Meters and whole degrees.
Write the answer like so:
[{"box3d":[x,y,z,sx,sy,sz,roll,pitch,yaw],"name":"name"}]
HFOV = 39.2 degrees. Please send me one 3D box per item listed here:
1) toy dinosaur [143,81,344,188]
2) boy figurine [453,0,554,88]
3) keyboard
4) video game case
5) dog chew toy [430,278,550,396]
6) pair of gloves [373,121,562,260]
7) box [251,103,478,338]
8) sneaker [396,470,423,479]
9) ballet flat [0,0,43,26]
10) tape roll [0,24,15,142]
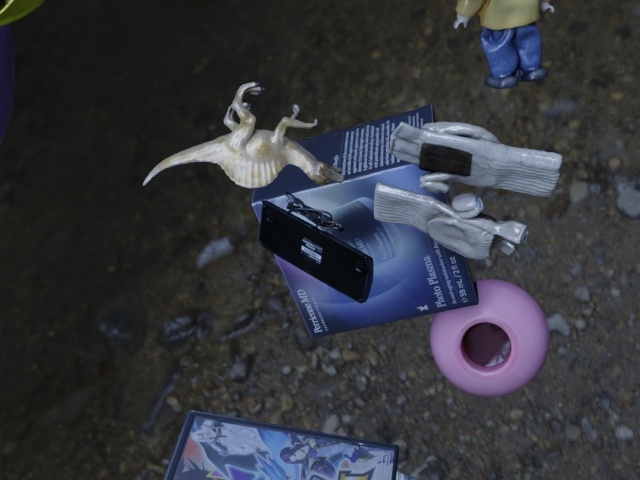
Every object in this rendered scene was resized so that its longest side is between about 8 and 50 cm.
[{"box3d":[-0.069,-0.088,0.800,0.183,0.053,0.092,3,68,5],"name":"toy dinosaur"},{"box3d":[0.296,-0.395,1.473,0.177,0.285,0.092,-18,20,-9],"name":"boy figurine"},{"box3d":[0.000,0.000,1.194,0.192,0.100,0.038,29,37,29],"name":"keyboard"},{"box3d":[-0.053,0.304,0.931,0.248,0.035,0.275,9,38,4],"name":"video game case"},{"box3d":[0.314,0.162,1.647,0.206,0.332,0.206,1,96,14],"name":"dog chew toy"},{"box3d":[0.169,-0.053,1.100,0.204,0.240,0.042,19,61,4],"name":"pair of gloves"},{"box3d":[0.080,-0.022,1.464,0.294,0.296,0.183,-13,34,15],"name":"box"},{"box3d":[0.130,0.428,1.331,0.075,0.063,0.170,6,89,-2],"name":"sneaker"},{"box3d":[-0.400,-0.240,0.967,0.231,0.077,0.077,-32,90,-1],"name":"ballet flat"},{"box3d":[-0.460,-0.211,1.030,0.090,0.275,0.275,0,57,10],"name":"tape roll"}]
